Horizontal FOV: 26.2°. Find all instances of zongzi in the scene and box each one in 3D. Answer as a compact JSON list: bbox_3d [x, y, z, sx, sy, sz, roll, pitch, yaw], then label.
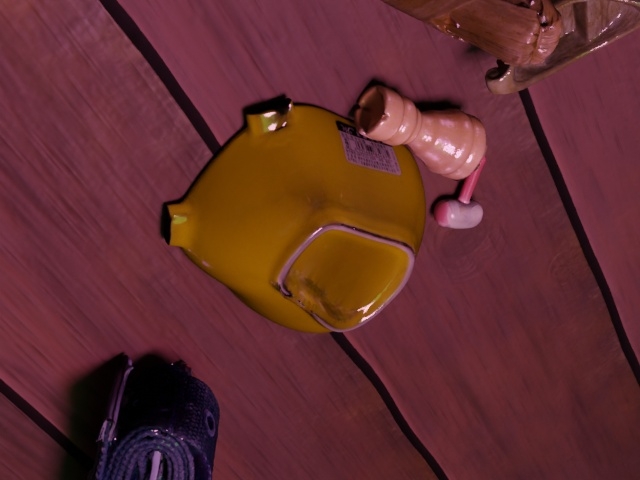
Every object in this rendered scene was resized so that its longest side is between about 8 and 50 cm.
[{"bbox_3d":[0.094,-0.199,1.119,0.176,0.160,0.078,-10,136,-27],"label":"zongzi"}]

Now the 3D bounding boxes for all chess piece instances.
[{"bbox_3d":[0.091,-0.101,1.275,0.122,0.066,0.066,17,117,-38],"label":"chess piece"}]

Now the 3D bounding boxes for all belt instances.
[{"bbox_3d":[-0.164,0.218,1.363,0.122,0.128,0.218,14,125,-6],"label":"belt"}]

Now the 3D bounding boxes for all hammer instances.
[{"bbox_3d":[0.147,-0.050,1.384,0.052,0.031,0.083,-1,121,-36],"label":"hammer"}]

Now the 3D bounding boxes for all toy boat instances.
[{"bbox_3d":[0.222,-0.195,1.269,0.185,0.071,0.089,-28,138,-8],"label":"toy boat"}]

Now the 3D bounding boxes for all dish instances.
[{"bbox_3d":[0.000,0.000,1.275,0.221,0.108,0.262,-48,137,12],"label":"dish"}]
